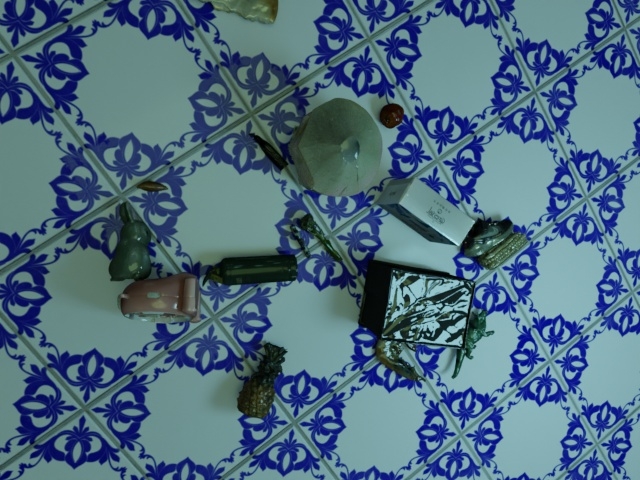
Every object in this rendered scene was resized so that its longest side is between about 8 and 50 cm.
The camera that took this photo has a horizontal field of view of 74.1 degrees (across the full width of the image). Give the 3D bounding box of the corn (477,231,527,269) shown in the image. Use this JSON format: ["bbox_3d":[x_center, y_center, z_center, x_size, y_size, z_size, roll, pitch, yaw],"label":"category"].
[{"bbox_3d":[0.710,0.039,1.662,0.211,0.087,0.087,-31,102,-16],"label":"corn"}]

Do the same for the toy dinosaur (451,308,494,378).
[{"bbox_3d":[0.595,0.407,1.668,0.120,0.079,0.291,16,89,-9],"label":"toy dinosaur"}]

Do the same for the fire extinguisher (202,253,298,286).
[{"bbox_3d":[-0.238,0.106,1.428,0.311,0.095,0.114,-1,126,-15],"label":"fire extinguisher"}]

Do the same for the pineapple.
[{"bbox_3d":[-0.196,0.477,1.465,0.128,0.128,0.248,23,84,-15],"label":"pineapple"}]

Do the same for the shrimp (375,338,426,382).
[{"bbox_3d":[0.321,0.447,1.617,0.251,0.052,0.143,41,82,-13],"label":"shrimp"}]

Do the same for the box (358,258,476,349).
[{"bbox_3d":[0.342,0.225,1.521,0.345,0.204,0.251,9,93,-14],"label":"box"}]

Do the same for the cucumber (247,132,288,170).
[{"bbox_3d":[-0.174,-0.308,1.433,0.163,0.043,0.039,48,46,-15],"label":"cucumber"}]

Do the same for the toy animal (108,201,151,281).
[{"bbox_3d":[-0.582,0.004,1.326,0.127,0.125,0.251,-3,79,13],"label":"toy animal"}]

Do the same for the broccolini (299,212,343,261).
[{"bbox_3d":[-0.001,0.001,1.500,0.058,0.067,0.216,-38,112,-4],"label":"broccolini"}]

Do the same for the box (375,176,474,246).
[{"bbox_3d":[0.363,-0.101,1.496,0.274,0.203,0.116,33,87,-15],"label":"box"}]

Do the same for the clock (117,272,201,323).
[{"bbox_3d":[-0.497,0.177,1.311,0.241,0.227,0.142,0,70,-10],"label":"clock"}]

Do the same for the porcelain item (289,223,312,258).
[{"bbox_3d":[-0.063,0.007,1.468,0.021,0.075,0.136,-31,101,-10],"label":"porcelain item"}]

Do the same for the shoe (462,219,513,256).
[{"bbox_3d":[0.631,-0.030,1.627,0.227,0.099,0.112,-37,95,-7],"label":"shoe"}]

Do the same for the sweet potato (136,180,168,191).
[{"bbox_3d":[-0.538,-0.172,1.358,0.095,0.034,0.034,2,95,-25],"label":"sweet potato"}]

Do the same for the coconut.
[{"bbox_3d":[0.043,-0.285,1.345,0.298,0.309,0.297,-1,95,-13],"label":"coconut"}]

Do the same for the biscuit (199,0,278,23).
[{"bbox_3d":[-0.278,-0.826,1.353,0.309,0.040,0.204,11,93,-15],"label":"biscuit"}]

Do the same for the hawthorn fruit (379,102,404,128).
[{"bbox_3d":[0.255,-0.445,1.505,0.093,0.093,0.093,-1,96,-14],"label":"hawthorn fruit"}]
